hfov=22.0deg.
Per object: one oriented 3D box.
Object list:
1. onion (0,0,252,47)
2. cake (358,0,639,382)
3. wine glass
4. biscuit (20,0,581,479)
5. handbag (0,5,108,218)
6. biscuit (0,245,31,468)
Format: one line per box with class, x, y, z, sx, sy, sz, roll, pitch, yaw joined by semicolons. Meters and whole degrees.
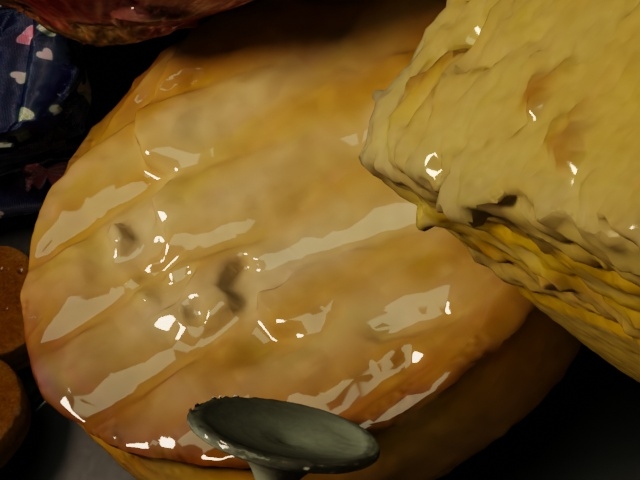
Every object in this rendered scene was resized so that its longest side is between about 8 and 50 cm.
onion;-0.085;-0.250;0.799;0.341;0.341;0.341;-13;54;18
cake;0.205;-0.024;0.600;0.227;0.286;0.222;-55;25;-5
wine glass;-0.033;0.165;0.650;0.079;0.079;0.195;19;104;34
biscuit;0.000;0.000;0.791;0.296;0.102;0.296;-13;48;15
handbag;-0.241;-0.079;0.955;0.260;0.113;0.162;-13;58;17
biscuit;-0.204;0.070;0.864;0.124;0.026;0.175;12;48;9
